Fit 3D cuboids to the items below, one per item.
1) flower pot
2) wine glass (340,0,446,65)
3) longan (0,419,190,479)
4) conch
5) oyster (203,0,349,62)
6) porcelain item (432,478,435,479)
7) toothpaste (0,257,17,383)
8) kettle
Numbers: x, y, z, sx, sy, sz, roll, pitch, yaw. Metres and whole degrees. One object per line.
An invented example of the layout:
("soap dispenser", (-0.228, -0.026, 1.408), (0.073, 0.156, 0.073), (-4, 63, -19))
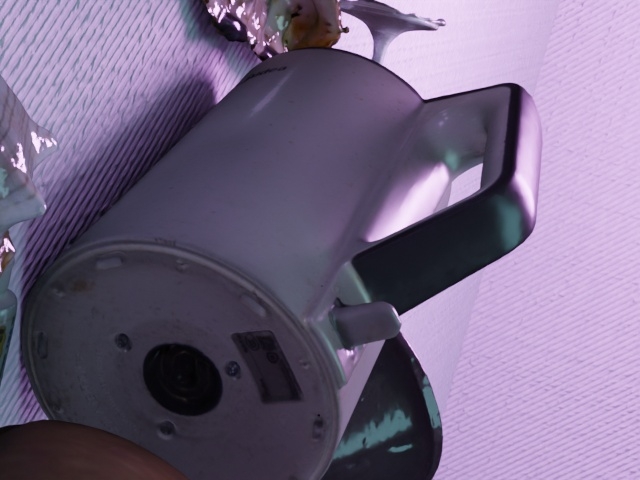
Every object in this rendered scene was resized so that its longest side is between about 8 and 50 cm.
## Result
("flower pot", (-0.023, 0.186, 1.734), (0.166, 0.269, 0.269), (-33, 143, -37))
("wine glass", (0.048, -0.131, 1.755), (0.156, 0.156, 0.232), (-1, 104, -75))
("longan", (-0.189, 0.282, 1.030), (0.361, 0.361, 0.361), (18, 90, -76))
("conch", (-0.204, -0.045, 0.958), (0.137, 0.114, 0.234), (-69, 169, -83))
("oyster", (-0.042, -0.211, 1.465), (0.128, 0.078, 0.345), (-51, 164, -6))
("porcelain item", (0.003, 0.344, 1.863), (0.281, 0.286, 0.157), (-36, 144, -70))
("toothpaste", (-0.242, 0.117, 1.152), (0.067, 0.037, 0.255), (-56, 162, -65))
("kettle", (0.000, 0.000, 1.334), (0.250, 0.361, 0.376), (61, 32, -19))
